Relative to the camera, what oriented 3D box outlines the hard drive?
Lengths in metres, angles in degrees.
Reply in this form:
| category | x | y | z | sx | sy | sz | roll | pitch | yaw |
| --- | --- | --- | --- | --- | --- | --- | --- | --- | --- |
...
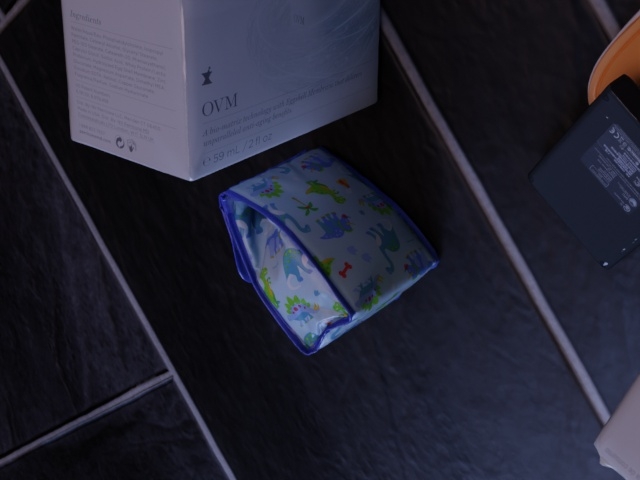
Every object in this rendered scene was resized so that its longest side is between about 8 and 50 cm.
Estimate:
| category | x | y | z | sx | sy | sz | roll | pitch | yaw |
| --- | --- | --- | --- | --- | --- | --- | --- | --- | --- |
| hard drive | 0.206 | -0.044 | 0.816 | 0.094 | 0.022 | 0.135 | 51 | 153 | 10 |

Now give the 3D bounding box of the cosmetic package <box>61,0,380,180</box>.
| category | x | y | z | sx | sy | sz | roll | pitch | yaw |
| --- | --- | --- | --- | --- | --- | --- | --- | --- | --- |
| cosmetic package | -0.069 | -0.194 | 0.873 | 0.138 | 0.224 | 0.225 | 19 | 122 | 35 |

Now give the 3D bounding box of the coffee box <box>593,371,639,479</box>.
| category | x | y | z | sx | sy | sz | roll | pitch | yaw |
| --- | --- | --- | --- | --- | --- | --- | --- | --- | --- |
| coffee box | 0.392 | 0.041 | 0.477 | 0.337 | 0.338 | 0.334 | 44 | 133 | 27 |

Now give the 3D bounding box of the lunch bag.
| category | x | y | z | sx | sy | sz | roll | pitch | yaw |
| --- | --- | --- | --- | --- | --- | --- | --- | --- | --- |
| lunch bag | 0.000 | 0.000 | 0.974 | 0.151 | 0.129 | 0.096 | 54 | 134 | 6 |

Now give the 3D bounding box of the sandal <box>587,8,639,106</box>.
| category | x | y | z | sx | sy | sz | roll | pitch | yaw |
| --- | --- | --- | --- | --- | --- | --- | --- | --- | --- |
| sandal | 0.251 | -0.145 | 0.719 | 0.102 | 0.076 | 0.265 | 48 | 134 | 13 |
